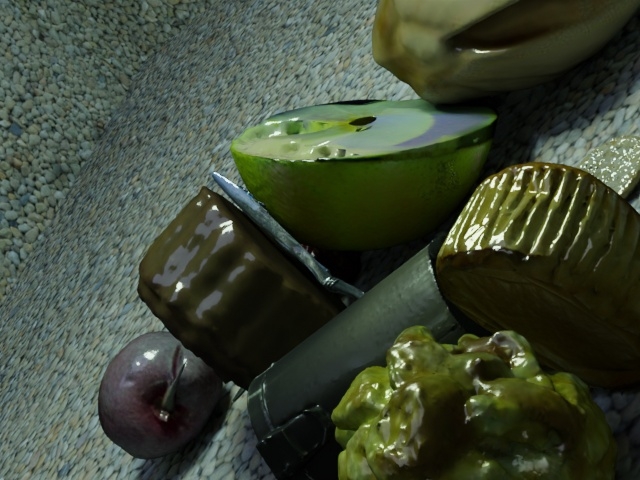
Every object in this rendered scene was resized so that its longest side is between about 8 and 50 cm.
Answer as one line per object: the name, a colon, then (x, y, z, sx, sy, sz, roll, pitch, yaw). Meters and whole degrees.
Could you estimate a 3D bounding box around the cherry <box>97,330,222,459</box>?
cherry: (-0.260, 0.244, 2.160, 0.213, 0.183, 0.266, -43, 8, -1)

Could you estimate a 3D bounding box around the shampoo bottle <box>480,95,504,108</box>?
shampoo bottle: (0.271, -0.305, 2.190, 0.098, 0.071, 0.309, -34, 26, 33)

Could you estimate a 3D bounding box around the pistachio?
pistachio: (0.278, -0.359, 1.949, 0.445, 0.281, 0.365, -26, 19, 13)

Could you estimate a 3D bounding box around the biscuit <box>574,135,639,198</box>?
biscuit: (0.355, -0.074, 1.694, 0.152, 0.020, 0.152, -43, 21, 21)

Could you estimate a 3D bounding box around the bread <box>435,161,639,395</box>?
bread: (0.254, 0.039, 1.378, 0.227, 0.253, 0.142, -24, 35, 55)

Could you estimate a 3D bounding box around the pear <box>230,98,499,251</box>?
pear: (0.068, -0.091, 1.976, 0.398, 0.165, 0.399, -6, 17, 2)

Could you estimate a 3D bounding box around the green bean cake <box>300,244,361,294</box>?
green bean cake: (0.000, 0.000, 2.171, 0.198, 0.097, 0.233, -45, 21, 12)

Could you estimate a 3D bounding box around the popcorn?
popcorn: (0.151, 0.211, 1.285, 0.282, 0.282, 0.247, -80, 1, -54)

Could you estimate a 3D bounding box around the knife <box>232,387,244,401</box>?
knife: (-0.088, 0.190, 2.143, 0.170, 0.010, 0.023, -52, 21, -2)

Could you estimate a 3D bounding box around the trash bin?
trash bin: (0.087, 0.161, 1.574, 0.301, 0.203, 0.252, -39, -13, 22)

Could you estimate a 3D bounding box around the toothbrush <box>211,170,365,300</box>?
toothbrush: (-0.017, 0.027, 1.871, 0.042, 0.035, 0.413, -43, 64, -10)

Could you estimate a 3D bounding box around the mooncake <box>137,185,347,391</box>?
mooncake: (-0.108, 0.088, 1.915, 0.187, 0.324, 0.324, -49, 21, 3)
